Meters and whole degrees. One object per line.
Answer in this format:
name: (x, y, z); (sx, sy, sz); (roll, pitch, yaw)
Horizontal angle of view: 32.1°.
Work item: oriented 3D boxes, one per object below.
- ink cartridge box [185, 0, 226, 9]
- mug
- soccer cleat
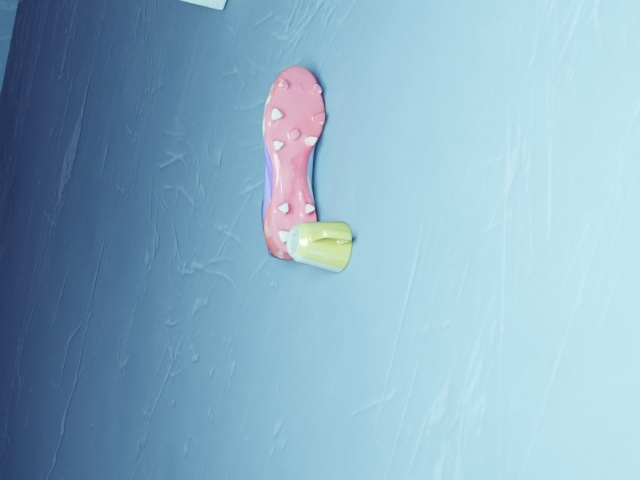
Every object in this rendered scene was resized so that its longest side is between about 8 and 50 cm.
ink cartridge box: (-0.176, -0.498, 1.769); (0.212, 0.093, 0.154); (-66, 31, 31)
mug: (-0.002, -0.001, 1.320); (0.078, 0.064, 0.062); (-61, 33, 37)
soccer cleat: (-0.043, -0.097, 1.417); (0.095, 0.083, 0.248); (156, 115, -65)
